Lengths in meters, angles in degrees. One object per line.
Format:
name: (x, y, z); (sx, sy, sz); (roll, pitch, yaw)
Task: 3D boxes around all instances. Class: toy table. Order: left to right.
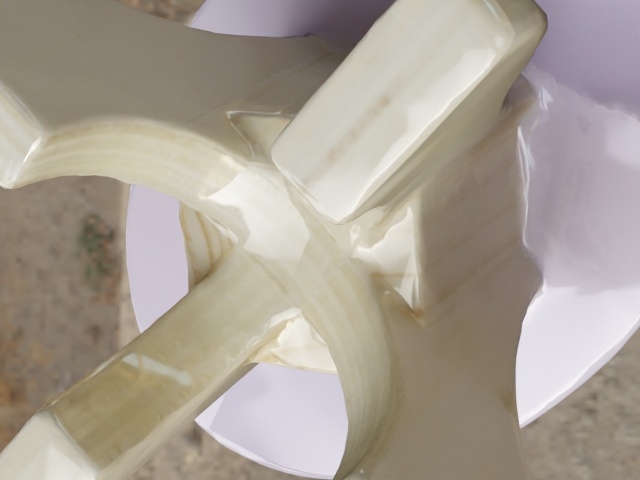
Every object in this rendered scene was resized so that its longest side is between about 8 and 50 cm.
toy table: (0.000, 0.000, 0.505); (0.252, 0.161, 0.274); (38, 125, 13)
